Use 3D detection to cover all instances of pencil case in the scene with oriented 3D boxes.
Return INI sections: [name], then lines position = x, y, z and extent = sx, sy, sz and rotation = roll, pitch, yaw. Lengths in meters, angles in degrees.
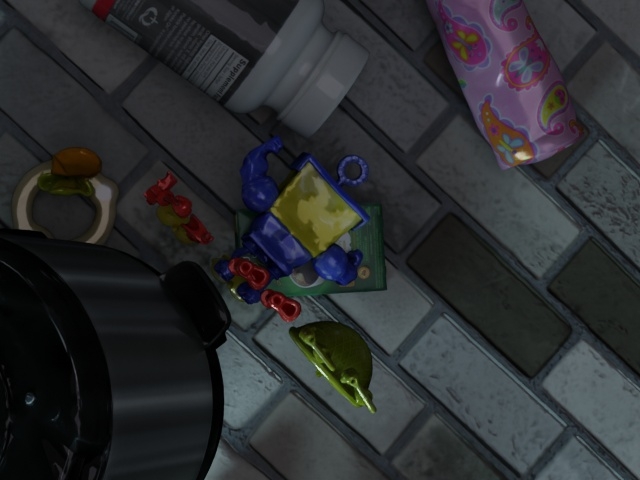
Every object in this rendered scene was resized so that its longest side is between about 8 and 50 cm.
[pencil case]
position = 0.217, -0.229, 1.842
extent = 0.124, 0.124, 0.284
rotation = -27, 94, -8

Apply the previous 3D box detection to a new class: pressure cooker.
[pressure cooker]
position = -0.309, 0.179, 1.607
extent = 0.370, 0.420, 0.375
rotation = 8, 90, 21

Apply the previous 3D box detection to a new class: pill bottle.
[pill bottle]
position = -0.108, -0.260, 1.756
extent = 0.318, 0.176, 0.176
rotation = 35, 85, -8

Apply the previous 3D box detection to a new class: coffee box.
[coffee box]
position = -0.014, 0.012, 1.843
extent = 0.184, 0.040, 0.113
rotation = -4, 92, -10

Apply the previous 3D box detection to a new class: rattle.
[rattle]
position = -0.311, -0.004, 1.749
extent = 0.130, 0.143, 0.199
rotation = 38, 78, -26

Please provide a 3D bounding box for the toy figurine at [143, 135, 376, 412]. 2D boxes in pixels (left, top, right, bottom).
[toy figurine]
position = 0.000, 0.000, 1.735
extent = 0.362, 0.191, 0.217
rotation = 46, 79, -8
